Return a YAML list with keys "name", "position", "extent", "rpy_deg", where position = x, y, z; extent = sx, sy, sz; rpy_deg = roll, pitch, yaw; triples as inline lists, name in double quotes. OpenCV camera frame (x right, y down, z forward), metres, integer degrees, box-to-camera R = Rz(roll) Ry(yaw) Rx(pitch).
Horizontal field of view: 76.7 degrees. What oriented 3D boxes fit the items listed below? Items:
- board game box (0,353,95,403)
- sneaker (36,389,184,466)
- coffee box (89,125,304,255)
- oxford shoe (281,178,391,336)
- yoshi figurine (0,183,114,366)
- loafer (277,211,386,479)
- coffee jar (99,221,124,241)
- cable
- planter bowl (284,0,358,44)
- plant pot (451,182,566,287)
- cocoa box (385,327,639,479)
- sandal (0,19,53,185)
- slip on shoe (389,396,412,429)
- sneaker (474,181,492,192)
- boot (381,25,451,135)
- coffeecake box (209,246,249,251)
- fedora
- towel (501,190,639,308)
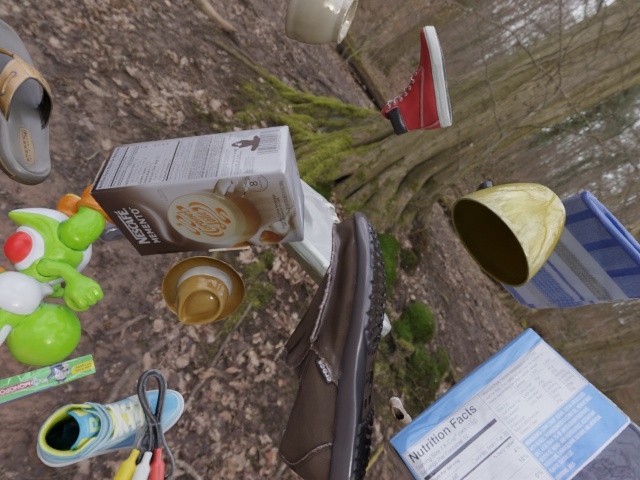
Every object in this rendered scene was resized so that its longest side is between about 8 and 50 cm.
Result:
- name: "board game box"
  position: [-0.675, 0.322, 0.832]
  extent: [0.317, 0.213, 0.046]
  rpy_deg: [-6, 75, -55]
- name: "sneaker"
  position: [-0.463, 0.414, 0.919]
  extent: [0.319, 0.208, 0.127]
  rpy_deg: [-12, 67, -32]
- name: "coffee box"
  position: [-0.154, -0.064, 0.565]
  extent: [0.141, 0.246, 0.098]
  rpy_deg: [77, 9, -51]
- name: "oxford shoe"
  position: [0.000, 0.000, 0.818]
  extent: [0.449, 0.130, 0.169]
  rpy_deg: [50, -12, 10]
- name: "yoshi figurine"
  position: [-0.488, 0.079, 0.762]
  extent: [0.203, 0.203, 0.362]
  rpy_deg: [108, -1, -52]
- name: "loafer"
  position: [0.008, 0.134, 0.536]
  extent: [0.134, 0.130, 0.366]
  rpy_deg: [47, 49, -66]
- name: "coffee jar"
  position: [-0.701, -0.054, 1.348]
  extent: [0.184, 0.096, 0.079]
  rpy_deg: [20, -47, 56]
- name: "cable"
  position: [-0.384, 0.453, 0.939]
  extent: [0.139, 0.072, 0.287]
  rpy_deg: [18, 72, -30]
- name: "planter bowl"
  position: [0.011, -0.478, 0.836]
  extent: [0.109, 0.162, 0.162]
  rpy_deg: [26, 12, 2]
- name: "plant pot"
  position: [0.252, -0.021, 0.525]
  extent: [0.134, 0.095, 0.134]
  rpy_deg: [56, -8, 12]
- name: "cocoa box"
  position: [0.242, 0.320, 0.544]
  extent: [0.228, 0.231, 0.347]
  rpy_deg: [50, -14, 30]
- name: "sandal"
  position: [-0.391, -0.184, 0.526]
  extent: [0.090, 0.060, 0.219]
  rpy_deg: [-5, 82, -72]
- name: "slip on shoe"
  position: [0.266, 0.582, 1.335]
  extent: [0.041, 0.051, 0.135]
  rpy_deg: [-67, 135, -69]
- name: "sneaker"
  position: [0.538, -0.133, 1.308]
  extent: [0.170, 0.051, 0.089]
  rpy_deg: [36, 42, -71]
- name: "boot"
  position: [0.231, -0.400, 1.035]
  extent: [0.088, 0.176, 0.244]
  rpy_deg: [-42, 124, -59]
- name: "coffeecake box"
  position: [-0.334, -0.049, 1.475]
  extent: [0.185, 0.142, 0.068]
  rpy_deg: [-103, -168, -49]
- name: "fedora"
  position: [-0.263, 0.129, 0.893]
  extent: [0.194, 0.194, 0.079]
  rpy_deg: [53, 16, -26]
- name: "towel"
  position: [0.395, 0.032, 0.690]
  extent: [0.209, 0.034, 0.285]
  rpy_deg: [46, -20, -3]
